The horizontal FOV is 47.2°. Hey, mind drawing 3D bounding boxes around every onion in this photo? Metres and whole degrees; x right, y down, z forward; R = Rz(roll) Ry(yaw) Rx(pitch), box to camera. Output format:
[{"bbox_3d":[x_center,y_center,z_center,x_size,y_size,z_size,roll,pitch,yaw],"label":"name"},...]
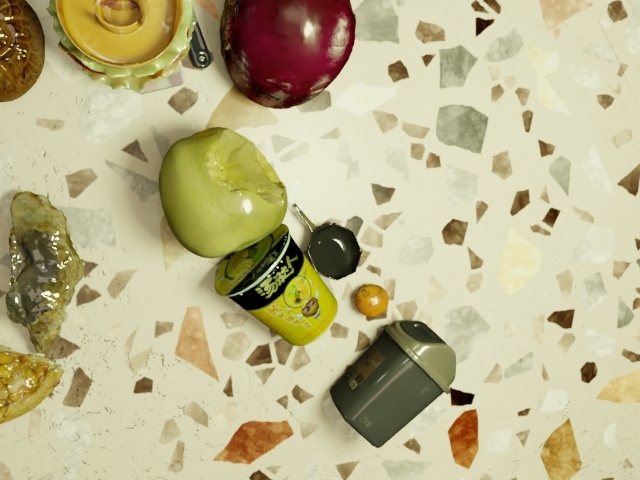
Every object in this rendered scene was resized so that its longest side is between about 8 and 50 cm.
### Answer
[{"bbox_3d":[-0.057,-0.442,1.519,0.282,0.260,0.336,9,95,-23],"label":"onion"}]

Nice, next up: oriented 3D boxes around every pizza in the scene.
[{"bbox_3d":[-0.648,0.293,1.557,0.182,0.062,0.161,-25,103,-10],"label":"pizza"}]

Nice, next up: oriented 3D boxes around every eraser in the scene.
[{"bbox_3d":[-0.346,-0.354,1.562,0.105,0.026,0.065,-16,100,-14],"label":"eraser"}]

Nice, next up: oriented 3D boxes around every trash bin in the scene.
[{"bbox_3d":[0.176,0.326,1.731,0.290,0.209,0.182,-44,109,0],"label":"trash bin"}]

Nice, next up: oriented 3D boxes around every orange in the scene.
[{"bbox_3d":[0.122,0.143,1.748,0.084,0.083,0.083,-3,99,-16],"label":"orange"}]

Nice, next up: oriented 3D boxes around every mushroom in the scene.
[{"bbox_3d":[-0.659,-0.384,1.406,0.253,0.153,0.253,0,89,-20],"label":"mushroom"}]

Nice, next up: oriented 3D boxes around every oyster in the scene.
[{"bbox_3d":[-0.580,0.077,1.517,0.166,0.110,0.341,11,96,-17],"label":"oyster"}]

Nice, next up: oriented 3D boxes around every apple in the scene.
[{"bbox_3d":[-0.204,-0.092,1.524,0.279,0.279,0.279,-3,99,-16],"label":"apple"}]

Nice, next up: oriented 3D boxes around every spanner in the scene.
[{"bbox_3d":[-0.294,-0.522,1.554,0.087,0.024,0.315,-23,104,-17],"label":"spanner"}]

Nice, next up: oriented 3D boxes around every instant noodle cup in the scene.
[{"bbox_3d":[-0.087,0.110,1.630,0.215,0.215,0.236,-44,117,-6],"label":"instant noodle cup"}]

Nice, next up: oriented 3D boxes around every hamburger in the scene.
[{"bbox_3d":[-0.385,-0.435,1.439,0.274,0.212,0.274,0,89,-10],"label":"hamburger"}]

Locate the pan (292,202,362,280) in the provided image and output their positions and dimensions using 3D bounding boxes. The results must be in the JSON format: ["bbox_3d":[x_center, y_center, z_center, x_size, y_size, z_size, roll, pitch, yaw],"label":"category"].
[{"bbox_3d":[0.013,-0.006,1.708,0.128,0.048,0.202,-22,92,-26],"label":"pan"}]
